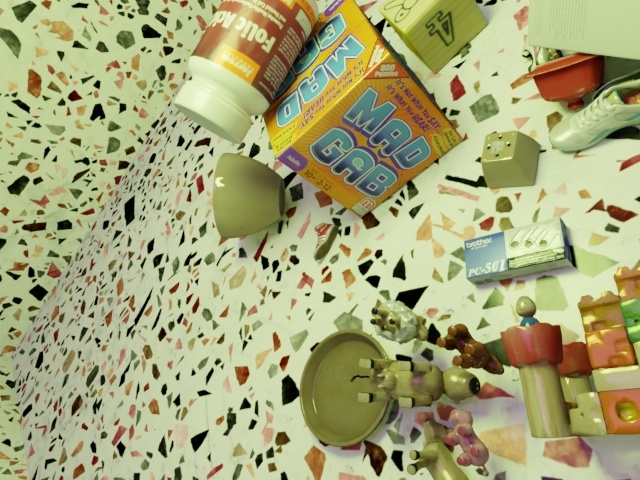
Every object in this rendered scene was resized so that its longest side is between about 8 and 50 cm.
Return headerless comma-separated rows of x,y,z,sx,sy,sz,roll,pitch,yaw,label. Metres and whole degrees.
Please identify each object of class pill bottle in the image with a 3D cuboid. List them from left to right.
-0.188,-0.458,1.205,0.224,0.224,0.392,26,87,47,pill bottle

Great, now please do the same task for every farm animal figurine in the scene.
0.220,0.313,0.965,0.327,0.172,0.330,14,90,44,farm animal figurine

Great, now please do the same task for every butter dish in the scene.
0.553,-0.348,1.063,0.160,0.160,0.118,-6,107,42,butter dish

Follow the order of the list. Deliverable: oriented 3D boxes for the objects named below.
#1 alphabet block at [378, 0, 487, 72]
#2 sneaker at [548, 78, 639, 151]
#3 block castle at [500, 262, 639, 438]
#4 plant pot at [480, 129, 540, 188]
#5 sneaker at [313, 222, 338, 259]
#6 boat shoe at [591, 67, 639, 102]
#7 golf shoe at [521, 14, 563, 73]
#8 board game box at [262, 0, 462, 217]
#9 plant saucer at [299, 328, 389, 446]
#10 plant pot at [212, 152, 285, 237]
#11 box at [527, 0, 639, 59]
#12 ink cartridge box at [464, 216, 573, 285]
0.319,-0.644,1.384,0.197,0.193,0.192,-41,44,19,alphabet block
0.585,-0.264,0.997,0.229,0.092,0.087,-24,55,34,sneaker
0.518,0.154,0.675,0.453,0.303,0.212,-20,62,35,block castle
0.425,-0.191,1.102,0.109,0.096,0.109,0,68,43,plant pot
0.000,0.000,1.433,0.067,0.042,0.118,23,76,43,sneaker
0.640,-0.319,1.012,0.125,0.046,0.038,-24,49,23,boat shoe
0.533,-0.496,1.193,0.086,0.067,0.186,-22,54,35,golf shoe
0.088,-0.357,1.317,0.356,0.356,0.356,-38,46,22,board game box
0.063,0.356,1.178,0.278,0.041,0.278,-22,55,34,plant saucer
-0.220,-0.145,1.588,0.191,0.284,0.284,2,64,6,plant pot
0.607,-0.468,0.928,0.215,0.168,0.345,-20,32,-13,box
0.414,0.026,1.028,0.207,0.046,0.097,-17,56,37,ink cartridge box
